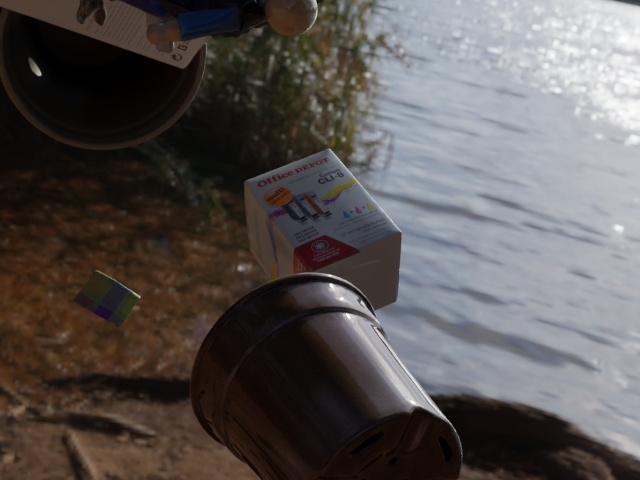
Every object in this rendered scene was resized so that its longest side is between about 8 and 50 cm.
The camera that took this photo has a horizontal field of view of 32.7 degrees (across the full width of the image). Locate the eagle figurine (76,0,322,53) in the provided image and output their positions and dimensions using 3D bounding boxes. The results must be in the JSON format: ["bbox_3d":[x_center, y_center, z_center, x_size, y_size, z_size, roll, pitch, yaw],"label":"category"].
[{"bbox_3d":[-0.124,-0.323,1.137,0.298,0.226,0.225,-20,21,6],"label":"eagle figurine"}]

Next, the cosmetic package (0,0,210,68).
[{"bbox_3d":[-0.323,-0.411,1.483,0.385,0.217,0.156,15,-31,-26],"label":"cosmetic package"}]

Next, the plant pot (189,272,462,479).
[{"bbox_3d":[0.009,0.135,0.810,0.167,0.167,0.165,3,25,-31],"label":"plant pot"}]

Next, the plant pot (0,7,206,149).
[{"bbox_3d":[-0.372,-0.342,1.805,0.323,0.323,0.280,7,19,-20],"label":"plant pot"}]

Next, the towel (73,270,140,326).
[{"bbox_3d":[-0.312,0.085,1.589,0.083,0.060,0.009,28,-23,9],"label":"towel"}]

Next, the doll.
[{"bbox_3d":[-0.089,-0.178,0.787,0.189,0.046,0.129,18,42,21],"label":"doll"}]

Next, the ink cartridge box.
[{"bbox_3d":[0.000,0.000,1.342,0.128,0.127,0.176,-22,49,-19],"label":"ink cartridge box"}]
